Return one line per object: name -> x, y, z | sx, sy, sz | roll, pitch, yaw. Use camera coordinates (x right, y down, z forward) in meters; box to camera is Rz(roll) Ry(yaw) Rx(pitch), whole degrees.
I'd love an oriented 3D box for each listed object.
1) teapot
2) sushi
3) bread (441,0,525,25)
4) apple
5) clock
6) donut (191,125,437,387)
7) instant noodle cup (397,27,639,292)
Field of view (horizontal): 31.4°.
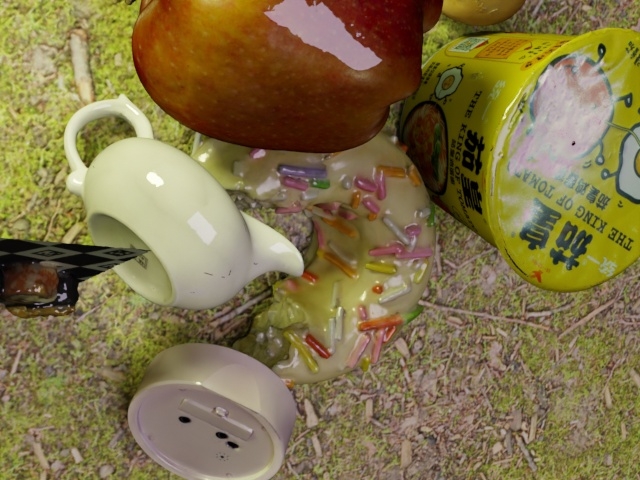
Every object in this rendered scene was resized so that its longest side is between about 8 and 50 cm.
teapot -> -0.170, -0.038, 1.241 | 0.166, 0.208, 0.300 | -36, 79, -15
sushi -> -0.355, 0.047, 1.161 | 0.290, 0.264, 0.050 | 5, 75, -33
bread -> 0.219, -0.367, 1.403 | 0.147, 0.098, 0.217 | -11, 131, -27
apple -> -0.043, -0.239, 1.201 | 0.317, 0.288, 0.288 | 18, 99, -8
clock -> -0.131, 0.215, 1.388 | 0.197, 0.197, 0.068 | 59, 32, -32
donut -> 0.007, 0.005, 1.412 | 0.307, 0.150, 0.371 | -17, 115, -24
instant noodle cup -> 0.269, -0.125, 1.450 | 0.325, 0.254, 0.325 | -11, 113, -27
